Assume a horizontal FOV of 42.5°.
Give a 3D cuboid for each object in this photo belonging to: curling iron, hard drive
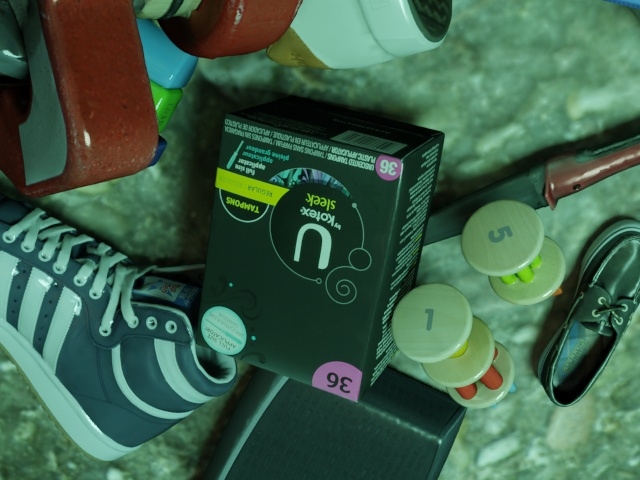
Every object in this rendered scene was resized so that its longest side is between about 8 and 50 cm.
[{"bbox_3d":[0.165,-0.029,0.556,0.274,0.035,0.068,-15,106,13],"label":"curling iron"},{"bbox_3d":[-0.009,0.207,0.653,0.172,0.054,0.255,25,110,0],"label":"hard drive"}]

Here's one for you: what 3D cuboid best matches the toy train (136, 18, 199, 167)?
[{"bbox_3d":[-0.191,-0.163,0.538,0.248,0.105,0.143,32,100,-2],"label":"toy train"}]

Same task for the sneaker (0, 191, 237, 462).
[{"bbox_3d":[-0.173,0.024,0.592,0.153,0.099,0.282,-27,109,21],"label":"sneaker"}]

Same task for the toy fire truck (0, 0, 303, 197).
[{"bbox_3d":[-0.153,-0.171,0.380,0.169,0.254,0.302,-17,99,-32],"label":"toy fire truck"}]

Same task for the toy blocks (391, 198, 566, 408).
[{"bbox_3d":[0.122,0.054,0.562,0.123,0.148,0.054,-49,51,-2],"label":"toy blocks"}]

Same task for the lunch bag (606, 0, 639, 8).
[{"bbox_3d":[0.223,-0.186,0.322,0.303,0.115,0.243,14,113,5],"label":"lunch bag"}]

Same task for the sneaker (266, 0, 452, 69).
[{"bbox_3d":[-0.033,-0.223,0.410,0.123,0.106,0.290,-7,107,33],"label":"sneaker"}]

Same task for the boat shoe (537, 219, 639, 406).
[{"bbox_3d":[0.196,0.055,0.576,0.049,0.040,0.142,20,111,2],"label":"boat shoe"}]

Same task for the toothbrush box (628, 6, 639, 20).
[{"bbox_3d":[0.253,-0.259,0.416,0.295,0.126,0.216,-42,99,18],"label":"toothbrush box"}]

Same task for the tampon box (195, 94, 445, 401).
[{"bbox_3d":[0.000,0.000,0.543,0.120,0.101,0.161,16,111,19],"label":"tampon box"}]
